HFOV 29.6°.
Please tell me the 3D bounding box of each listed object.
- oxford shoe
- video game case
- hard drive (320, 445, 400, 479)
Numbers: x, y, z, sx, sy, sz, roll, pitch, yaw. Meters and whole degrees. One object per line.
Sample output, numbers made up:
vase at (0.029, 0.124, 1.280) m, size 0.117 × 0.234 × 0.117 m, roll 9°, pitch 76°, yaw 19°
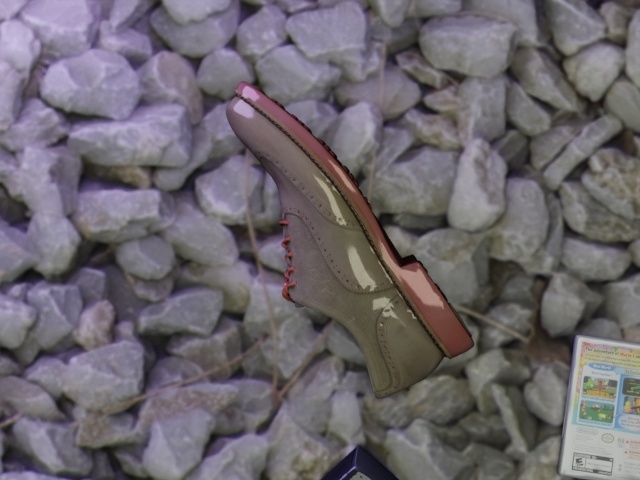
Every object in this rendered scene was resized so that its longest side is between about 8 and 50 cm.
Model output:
oxford shoe at (0.000, 0.000, 1.195) m, size 0.130 × 0.123 × 0.348 m, roll -38°, pitch 84°, yaw 3°
video game case at (0.326, 0.177, 1.221) m, size 0.157 × 0.019 × 0.143 m, roll 8°, pitch 85°, yaw 3°
hard drive at (0.068, 0.349, 1.193) m, size 0.172 × 0.054 × 0.254 m, roll -42°, pitch 85°, yaw -2°
